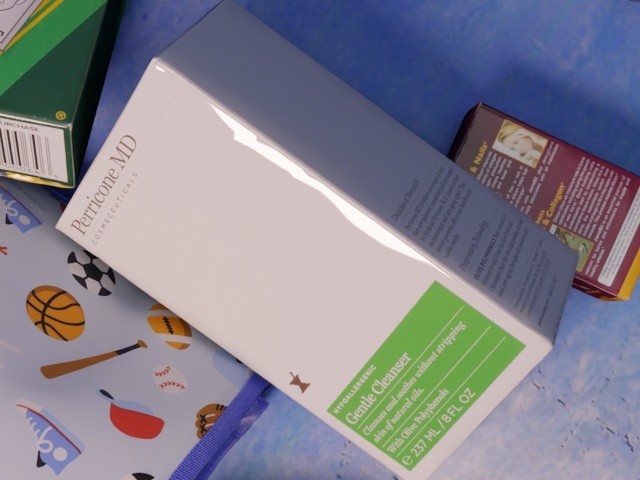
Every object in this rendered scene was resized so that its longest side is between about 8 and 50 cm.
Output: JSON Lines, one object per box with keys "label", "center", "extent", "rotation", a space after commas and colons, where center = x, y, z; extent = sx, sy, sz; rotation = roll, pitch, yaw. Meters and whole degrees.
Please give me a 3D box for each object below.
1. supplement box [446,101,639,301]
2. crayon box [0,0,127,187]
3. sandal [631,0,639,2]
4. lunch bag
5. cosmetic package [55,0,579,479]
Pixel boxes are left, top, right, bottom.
{"label": "supplement box", "center": [0.195, -0.031, 1.185], "extent": [0.188, 0.081, 0.104], "rotation": [25, 86, -1]}
{"label": "crayon box", "center": [-0.342, -0.229, 1.106], "extent": [0.362, 0.106, 0.313], "rotation": [11, 62, -3]}
{"label": "sandal", "center": [0.414, -0.198, 1.197], "extent": [0.317, 0.126, 0.138], "rotation": [2, 89, 5]}
{"label": "lunch bag", "center": [-0.254, 0.145, 1.067], "extent": [0.327, 0.239, 0.385], "rotation": [36, 56, 2]}
{"label": "cosmetic package", "center": [0.000, 0.000, 1.099], "extent": [0.365, 0.155, 0.197], "rotation": [34, 124, -1]}
